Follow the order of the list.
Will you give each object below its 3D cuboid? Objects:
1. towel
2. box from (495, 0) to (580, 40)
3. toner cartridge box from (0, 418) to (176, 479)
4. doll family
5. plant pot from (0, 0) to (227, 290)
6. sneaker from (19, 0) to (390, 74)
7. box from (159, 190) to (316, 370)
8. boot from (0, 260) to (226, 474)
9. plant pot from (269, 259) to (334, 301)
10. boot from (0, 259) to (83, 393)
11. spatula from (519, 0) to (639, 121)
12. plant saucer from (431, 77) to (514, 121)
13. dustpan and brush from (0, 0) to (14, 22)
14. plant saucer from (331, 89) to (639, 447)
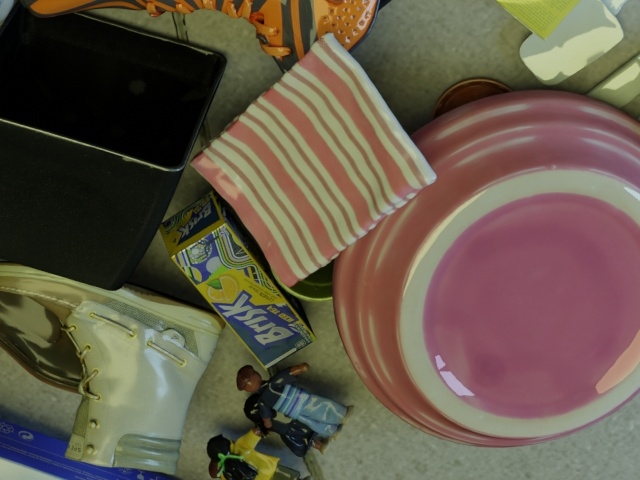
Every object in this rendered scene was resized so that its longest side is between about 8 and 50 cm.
[{"bbox_3d":[-0.010,-0.059,1.226,0.144,0.029,0.197,52,132,0],"label":"towel"},{"bbox_3d":[0.232,-0.269,1.193,0.058,0.087,0.232,38,111,-11],"label":"box"},{"bbox_3d":[-0.274,0.278,1.465,0.347,0.075,0.165,21,108,-10],"label":"toner cartridge box"},{"bbox_3d":[-0.050,0.186,1.433,0.111,0.076,0.193,28,109,-2],"label":"doll family"},{"bbox_3d":[-0.202,-0.071,1.285,0.187,0.188,0.167,17,128,-2],"label":"plant pot"},{"bbox_3d":[-0.080,-0.196,1.238,0.321,0.124,0.180,-15,110,12],"label":"sneaker"},{"bbox_3d":[-0.071,0.038,1.340,0.059,0.054,0.169,-32,130,6],"label":"box"},{"bbox_3d":[-0.205,0.113,1.343,0.213,0.077,0.165,18,89,-17],"label":"boot"},{"bbox_3d":[0.000,0.000,1.338,0.083,0.079,0.083,2,114,4],"label":"plant pot"},{"bbox_3d":[-0.242,0.065,1.392,0.219,0.082,0.106,24,116,-2],"label":"boot"},{"bbox_3d":[0.305,-0.177,1.261,0.242,0.019,0.168,-39,104,20],"label":"spatula"},{"bbox_3d":[0.138,-0.101,1.315,0.083,0.013,0.083,2,113,5],"label":"plant saucer"},{"bbox_3d":[-0.273,-0.216,1.206,0.060,0.211,0.147,-11,118,-31],"label":"dustpan and brush"},{"bbox_3d":[0.179,0.041,1.290,0.332,0.084,0.332,-4,114,-10],"label":"plant saucer"}]
